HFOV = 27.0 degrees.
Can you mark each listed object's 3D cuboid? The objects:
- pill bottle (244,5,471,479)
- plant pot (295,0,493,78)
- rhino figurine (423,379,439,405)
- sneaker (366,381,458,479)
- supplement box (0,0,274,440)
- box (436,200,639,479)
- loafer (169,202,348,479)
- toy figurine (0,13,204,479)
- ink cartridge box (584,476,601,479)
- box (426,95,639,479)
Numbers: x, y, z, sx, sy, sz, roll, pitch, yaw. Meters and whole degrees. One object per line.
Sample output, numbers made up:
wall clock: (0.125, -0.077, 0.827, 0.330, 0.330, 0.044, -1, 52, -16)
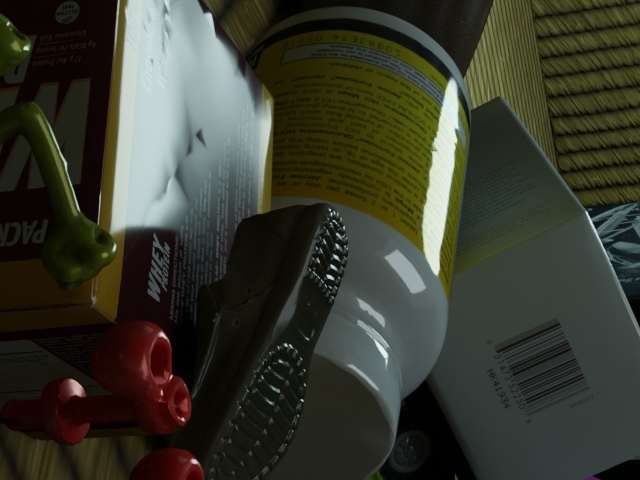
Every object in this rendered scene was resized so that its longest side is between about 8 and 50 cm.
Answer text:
pill bottle: (0.000, 0.000, 0.917, 0.334, 0.187, 0.188, -77, 155, -48)
plant pot: (0.064, -0.211, 1.229, 0.215, 0.215, 0.230, -28, 125, -72)
rhino figurine: (0.084, 0.127, 1.334, 0.106, 0.073, 0.243, 55, 18, 0)
sneaker: (0.042, 0.203, 1.144, 0.147, 0.145, 0.385, 45, -16, 56)
supplement box: (-0.116, -0.022, 0.639, 0.194, 0.129, 0.191, 50, 37, -62)
box: (0.409, 0.138, 1.720, 0.472, 0.479, 0.297, -43, 125, -70)
loafer: (-0.032, 0.048, 0.588, 0.148, 0.050, 0.056, -65, 147, -29)
toy figurine: (-0.160, 0.104, 0.374, 0.217, 0.191, 0.363, -59, 139, -56)
ink cartridge box: (0.204, 0.362, 1.118, 0.324, 0.071, 0.330, -45, 137, -54)
box: (0.158, 0.040, 1.174, 0.215, 0.168, 0.345, 62, 7, -19)
